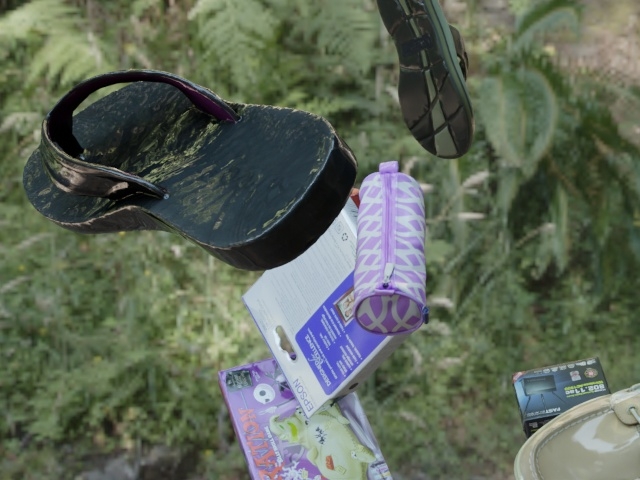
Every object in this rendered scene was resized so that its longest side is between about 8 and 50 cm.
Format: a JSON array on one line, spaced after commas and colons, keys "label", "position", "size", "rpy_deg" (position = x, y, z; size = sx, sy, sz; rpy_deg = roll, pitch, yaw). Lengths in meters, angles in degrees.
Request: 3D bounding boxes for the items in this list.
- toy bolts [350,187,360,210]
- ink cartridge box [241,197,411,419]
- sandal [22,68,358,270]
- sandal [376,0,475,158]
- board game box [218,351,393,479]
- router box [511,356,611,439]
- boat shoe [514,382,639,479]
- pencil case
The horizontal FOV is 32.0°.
[{"label": "toy bolts", "position": [0.000, 0.000, 1.736], "size": [0.218, 0.228, 0.158], "rpy_deg": [-30, 39, -13]}, {"label": "ink cartridge box", "position": [0.011, 0.085, 1.415], "size": [0.045, 0.208, 0.206], "rpy_deg": [8, 43, -48]}, {"label": "sandal", "position": [-0.143, -0.087, 0.949], "size": [0.446, 0.167, 0.107], "rpy_deg": [11, -28, 50]}, {"label": "sandal", "position": [0.163, -0.260, 1.559], "size": [0.086, 0.302, 0.120], "rpy_deg": [-25, 17, -38]}, {"label": "board game box", "position": [-0.015, 0.332, 1.761], "size": [0.208, 0.056, 0.346], "rpy_deg": [-16, 55, -12]}, {"label": "router box", "position": [0.320, 0.207, 1.472], "size": [0.123, 0.038, 0.092], "rpy_deg": [-13, 36, 6]}, {"label": "boat shoe", "position": [0.331, 0.179, 1.071], "size": [0.302, 0.109, 0.098], "rpy_deg": [-14, -27, -10]}, {"label": "pencil case", "position": [0.078, 0.012, 1.274], "size": [0.086, 0.088, 0.206], "rpy_deg": [-10, 45, 13]}]
